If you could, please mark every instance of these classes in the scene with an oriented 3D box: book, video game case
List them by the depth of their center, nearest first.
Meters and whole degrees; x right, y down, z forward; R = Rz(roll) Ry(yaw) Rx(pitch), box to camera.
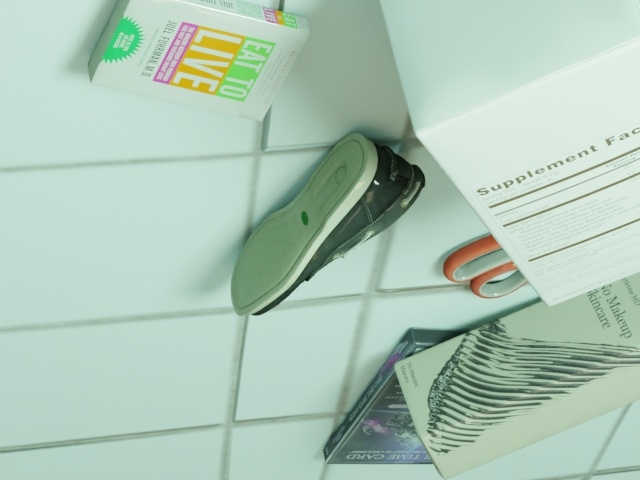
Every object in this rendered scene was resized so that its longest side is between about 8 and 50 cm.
[{"bbox_3d":[-0.093,-0.148,1.133,0.144,0.035,0.096,9,137,-26],"label":"book"},{"bbox_3d":[0.140,0.184,1.700,0.196,0.026,0.274,4,144,-22],"label":"video game case"}]

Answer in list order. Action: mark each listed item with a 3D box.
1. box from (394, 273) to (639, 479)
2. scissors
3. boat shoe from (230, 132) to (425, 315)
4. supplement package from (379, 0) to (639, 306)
[{"bbox_3d":[0.226,0.137,1.547,0.275,0.113,0.094,-25,136,5],"label":"box"},{"bbox_3d":[0.266,-0.009,1.454,0.297,0.021,0.109,-21,146,15],"label":"scissors"},{"bbox_3d":[0.000,0.000,1.330,0.079,0.084,0.233,16,134,-35],"label":"boat shoe"},{"bbox_3d":[0.185,-0.108,1.140,0.175,0.177,0.293,-22,145,16],"label":"supplement package"}]
